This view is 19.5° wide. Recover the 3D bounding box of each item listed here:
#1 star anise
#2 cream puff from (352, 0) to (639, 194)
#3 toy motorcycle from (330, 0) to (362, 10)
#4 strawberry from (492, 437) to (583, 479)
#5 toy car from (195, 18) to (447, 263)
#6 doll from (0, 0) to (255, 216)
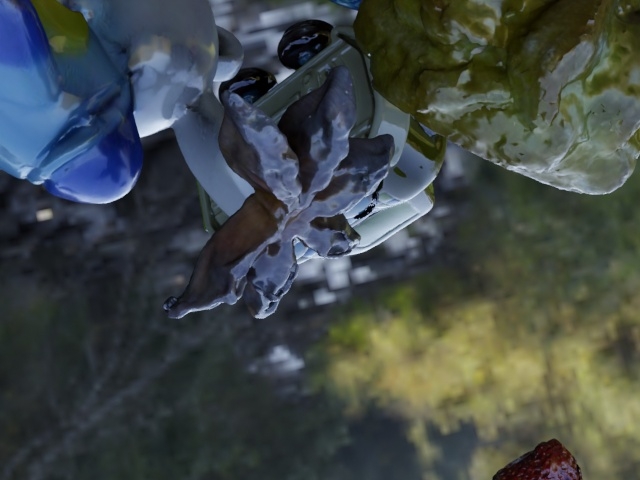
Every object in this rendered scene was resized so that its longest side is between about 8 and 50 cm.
[{"bbox_3d":[-0.014,-0.029,1.330,0.171,0.208,0.063,-5,-145,-39],"label":"star anise"},{"bbox_3d":[0.147,-0.136,1.340,0.244,0.244,0.196,-10,136,-30],"label":"cream puff"},{"bbox_3d":[0.058,-0.320,1.648,0.125,0.196,0.331,-3,-156,32],"label":"toy motorcycle"},{"bbox_3d":[0.182,0.211,1.557,0.083,0.083,0.096,-9,129,-33],"label":"strawberry"},{"bbox_3d":[0.024,-0.075,1.781,0.198,0.204,0.248,20,136,-42],"label":"toy car"},{"bbox_3d":[-0.212,-0.145,1.434,0.365,0.187,0.376,-3,-149,-43],"label":"doll"}]
